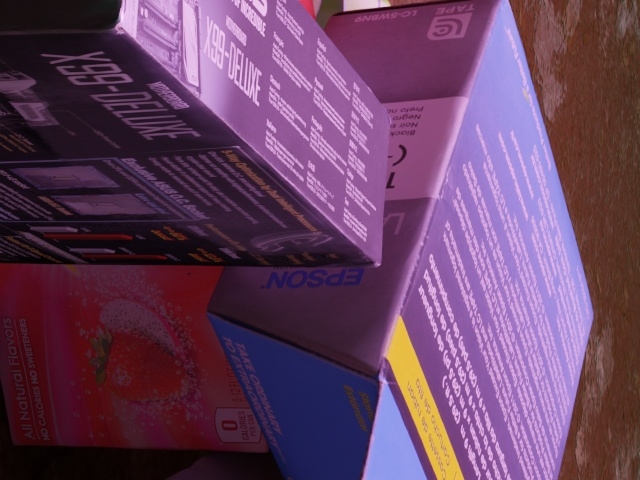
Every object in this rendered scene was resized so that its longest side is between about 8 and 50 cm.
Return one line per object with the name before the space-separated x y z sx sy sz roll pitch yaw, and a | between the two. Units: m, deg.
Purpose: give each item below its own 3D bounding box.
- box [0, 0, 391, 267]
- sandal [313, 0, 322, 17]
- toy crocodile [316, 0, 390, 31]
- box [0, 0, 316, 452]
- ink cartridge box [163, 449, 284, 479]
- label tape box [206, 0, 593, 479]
box | -0.127 -0.059 0.727 0.307 0.242 0.076 40 52 -68
sandal | -0.066 -0.216 1.062 0.086 0.120 0.302 -32 147 -16
toy crocodile | 0.000 0.000 1.236 0.105 0.115 0.340 -4 105 -27
box | -0.089 -0.055 0.980 0.142 0.154 0.300 -42 128 -62
ink cartridge box | -0.037 0.171 1.086 0.175 0.069 0.371 -57 165 19
label tape box | 0.041 0.075 0.946 0.333 0.106 0.240 -70 149 -43
